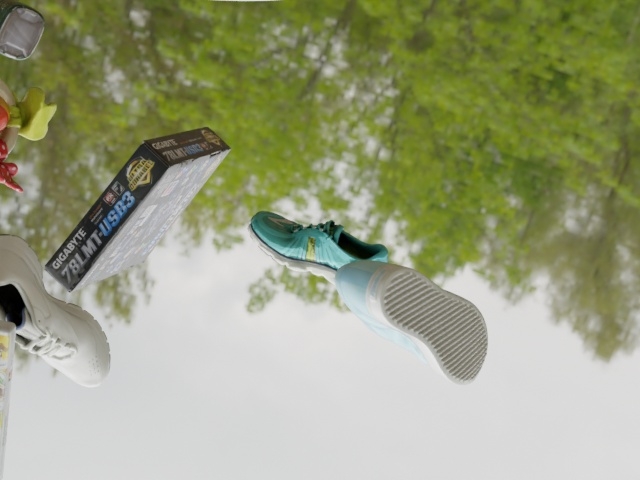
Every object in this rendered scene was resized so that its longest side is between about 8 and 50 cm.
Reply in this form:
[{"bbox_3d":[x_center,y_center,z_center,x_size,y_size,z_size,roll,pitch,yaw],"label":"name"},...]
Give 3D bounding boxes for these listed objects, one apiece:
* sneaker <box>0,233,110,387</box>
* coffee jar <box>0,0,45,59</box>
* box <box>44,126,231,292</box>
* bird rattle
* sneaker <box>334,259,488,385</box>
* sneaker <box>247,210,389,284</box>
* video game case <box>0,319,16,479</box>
[{"bbox_3d":[-0.433,0.132,1.847,0.297,0.111,0.129,52,-166,-28],"label":"sneaker"},{"bbox_3d":[-0.557,-0.389,2.116,0.079,0.096,0.184,21,-168,-41],"label":"coffee jar"},{"bbox_3d":[-0.310,-0.059,2.091,0.073,0.295,0.293,42,-161,5],"label":"box"},{"bbox_3d":[-0.647,-0.219,2.359,0.143,0.207,0.253,4,-131,27],"label":"bird rattle"},{"bbox_3d":[0.156,0.124,2.034,0.150,0.135,0.366,20,163,44],"label":"sneaker"},{"bbox_3d":[0.000,0.000,2.252,0.275,0.110,0.107,21,-138,0],"label":"sneaker"},{"bbox_3d":[-0.462,0.165,1.354,0.227,0.206,0.026,12,-158,2],"label":"video game case"}]
